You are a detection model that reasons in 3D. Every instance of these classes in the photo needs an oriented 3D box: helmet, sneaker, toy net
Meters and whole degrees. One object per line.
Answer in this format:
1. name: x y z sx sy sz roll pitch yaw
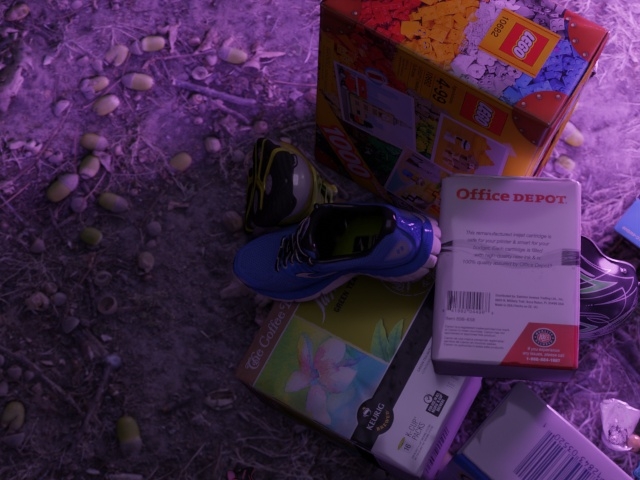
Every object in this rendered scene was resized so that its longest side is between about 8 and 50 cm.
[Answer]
1. helmet: 0.438 0.087 1.792 0.169 0.169 0.161 -38 59 -14
2. sneaker: -0.039 -0.081 1.733 0.147 0.385 0.145 4 87 -7
3. sneaker: 0.000 0.000 1.545 0.330 0.147 0.129 -13 61 33
4. sneaker: -0.105 0.415 1.722 0.057 0.047 0.119 -20 72 -20
5. toy net: 0.515 0.368 1.749 0.122 0.045 0.232 -31 71 -10

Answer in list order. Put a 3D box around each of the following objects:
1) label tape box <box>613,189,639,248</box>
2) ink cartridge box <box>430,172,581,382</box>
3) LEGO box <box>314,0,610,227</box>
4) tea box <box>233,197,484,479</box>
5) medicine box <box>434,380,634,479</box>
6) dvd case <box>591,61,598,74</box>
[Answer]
1. label tape box: 0.693 -0.055 1.878 0.249 0.115 0.347 38 75 12
2. ink cartridge box: 0.264 0.053 1.531 0.197 0.114 0.272 3 74 9
3. LEGO box: 0.196 -0.220 1.724 0.373 0.500 0.193 30 71 11
4. tea box: 0.095 0.166 1.694 0.324 0.220 0.329 25 77 16
5. medicine box: 0.328 0.377 1.608 0.263 0.289 0.149 41 74 14
6. dvd case: 0.468 -0.363 2.042 0.120 0.013 0.087 12 69 3
